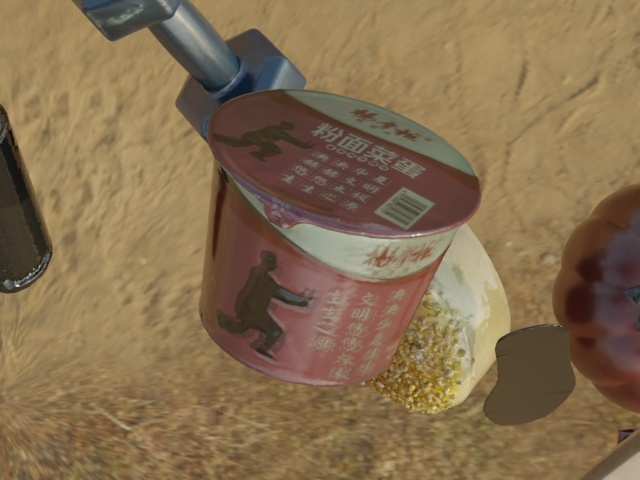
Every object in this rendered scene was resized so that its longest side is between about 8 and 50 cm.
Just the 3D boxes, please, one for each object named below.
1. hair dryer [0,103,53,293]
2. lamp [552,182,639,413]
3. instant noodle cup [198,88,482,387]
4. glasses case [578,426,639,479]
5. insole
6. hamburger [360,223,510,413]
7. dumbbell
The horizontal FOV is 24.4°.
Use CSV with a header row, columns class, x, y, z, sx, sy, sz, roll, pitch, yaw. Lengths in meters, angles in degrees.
class,x,y,z,sx,sy,sz,roll,pitch,yaw
hair dryer,-0.333,-0.103,1.431,0.089,0.197,0.251,-14,52,-5
lamp,0.435,0.070,1.811,0.303,0.257,0.303,-2,97,-15
instant noodle cup,0.000,0.000,1.253,0.235,0.234,0.178,10,121,-11
glasses case,0.376,0.218,1.567,0.102,0.070,0.193,38,115,-18
insole,0.112,0.075,0.801,0.053,0.152,0.002,-12,64,4
hamburger,0.087,0.071,1.773,0.170,0.302,0.302,-31,91,-23
dumbbell,-0.150,-0.233,1.666,0.156,0.316,0.143,-20,52,20
